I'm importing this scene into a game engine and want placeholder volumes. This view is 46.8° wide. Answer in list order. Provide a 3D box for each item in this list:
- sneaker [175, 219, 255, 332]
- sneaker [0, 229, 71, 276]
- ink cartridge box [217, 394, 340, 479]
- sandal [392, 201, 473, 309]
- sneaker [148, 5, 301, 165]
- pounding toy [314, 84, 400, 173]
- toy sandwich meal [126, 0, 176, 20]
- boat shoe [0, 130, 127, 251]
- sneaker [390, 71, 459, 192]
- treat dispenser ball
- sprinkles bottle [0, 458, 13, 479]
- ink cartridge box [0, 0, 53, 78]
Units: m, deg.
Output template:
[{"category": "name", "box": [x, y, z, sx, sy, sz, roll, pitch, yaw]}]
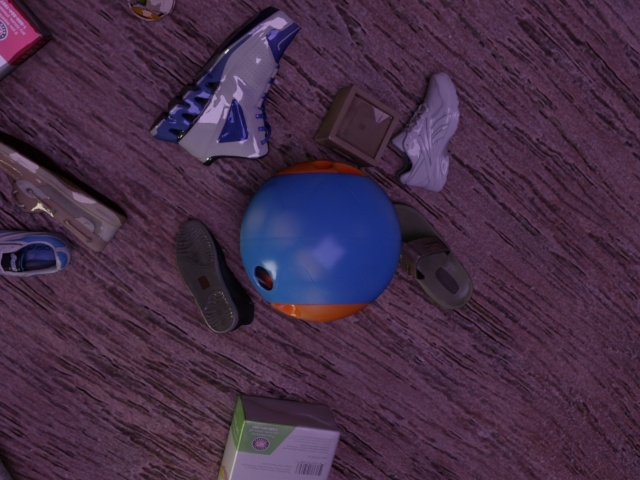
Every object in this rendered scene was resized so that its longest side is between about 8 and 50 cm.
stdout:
[{"category": "sneaker", "box": [-0.202, 0.070, 1.414, 0.083, 0.118, 0.222, -22, 82, 14]}, {"category": "sneaker", "box": [-0.564, 0.026, 1.304, 0.237, 0.086, 0.085, -3, 108, -11]}, {"category": "ink cartridge box", "box": [-0.107, 0.514, 1.534, 0.207, 0.119, 0.354, 12, 102, -17]}, {"category": "sandal", "box": [0.211, 0.032, 1.485, 0.302, 0.086, 0.120, 39, 94, -20]}, {"category": "sneaker", "box": [-0.133, -0.250, 1.313, 0.315, 0.127, 0.182, -44, 114, 9]}, {"category": "pounding toy", "box": [0.072, -0.195, 1.392, 0.141, 0.100, 0.130, 28, 84, -21]}, {"category": "toy sandwich meal", "box": [-0.291, -0.415, 1.267, 0.085, 0.029, 0.086, -4, 107, -12]}, {"category": "boat shoe", "box": [-0.486, -0.087, 1.280, 0.302, 0.109, 0.098, 36, 94, -25]}, {"category": "sneaker", "box": [0.195, -0.207, 1.413, 0.115, 0.090, 0.232, 3, 104, -10]}, {"category": "treat dispenser ball", "box": [0.000, 0.000, 1.319, 0.288, 0.288, 0.288, -4, 107, -12]}, {"category": "sprinkles bottle", "box": [-0.651, 0.451, 1.389, 0.121, 0.121, 0.356, -22, 110, -6]}, {"category": "ink cartridge box", "box": [-0.612, -0.310, 1.145, 0.306, 0.131, 0.226, -40, 111, -1]}]
